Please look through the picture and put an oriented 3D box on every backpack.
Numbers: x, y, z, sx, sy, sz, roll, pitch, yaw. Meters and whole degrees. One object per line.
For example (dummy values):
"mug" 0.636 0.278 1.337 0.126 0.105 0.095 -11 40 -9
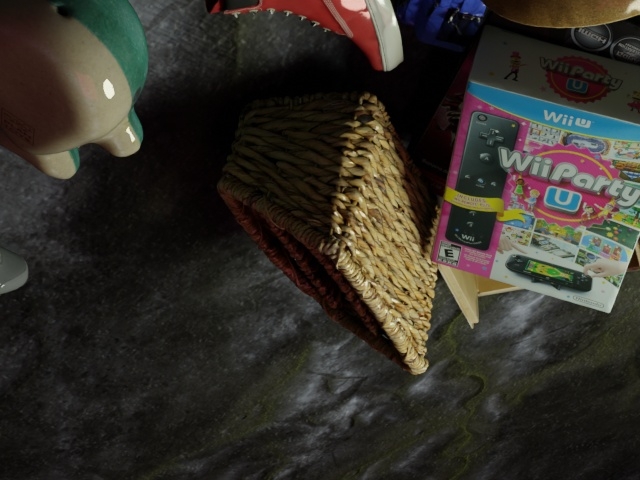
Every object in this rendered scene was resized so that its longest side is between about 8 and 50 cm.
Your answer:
"backpack" 0.137 -0.271 1.472 0.101 0.098 0.120 11 142 -17

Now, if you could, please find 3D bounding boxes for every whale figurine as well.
"whale figurine" -0.257 -0.165 1.389 0.216 0.141 0.272 32 152 1

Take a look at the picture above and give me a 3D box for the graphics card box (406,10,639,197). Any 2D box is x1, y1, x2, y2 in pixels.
"graphics card box" 0.260 -0.159 1.608 0.232 0.094 0.371 25 140 -3

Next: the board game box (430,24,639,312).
"board game box" 0.253 -0.073 1.561 0.224 0.098 0.303 16 140 8

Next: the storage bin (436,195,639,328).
"storage bin" 0.305 0.007 1.915 0.262 0.123 0.260 -11 151 14

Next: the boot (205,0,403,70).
"boot" -0.018 -0.242 1.449 0.176 0.088 0.244 -23 141 7

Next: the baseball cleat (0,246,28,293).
"baseball cleat" -0.413 0.008 1.632 0.205 0.072 0.109 9 133 -44

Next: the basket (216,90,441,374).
"basket" 0.000 0.000 1.643 0.213 0.223 0.299 -2 149 24

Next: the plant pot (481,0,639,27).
"plant pot" 0.232 -0.363 1.278 0.237 0.237 0.254 -19 129 0
